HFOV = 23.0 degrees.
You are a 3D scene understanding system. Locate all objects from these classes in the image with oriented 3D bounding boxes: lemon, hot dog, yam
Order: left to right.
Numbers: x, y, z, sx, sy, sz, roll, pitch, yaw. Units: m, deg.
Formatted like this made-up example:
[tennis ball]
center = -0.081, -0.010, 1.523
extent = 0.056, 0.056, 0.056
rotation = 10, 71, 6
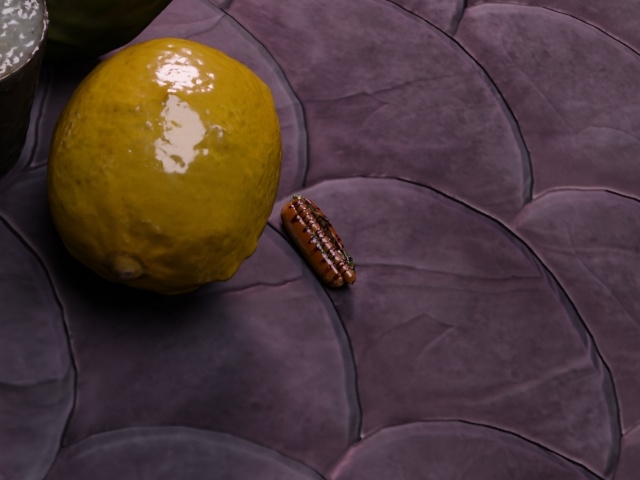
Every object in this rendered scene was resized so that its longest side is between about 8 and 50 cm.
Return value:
[yam]
center = -0.343, -0.159, 1.493
extent = 0.161, 0.268, 0.161
rotation = 6, 67, -16
[lemon]
center = -0.150, -0.075, 1.541
extent = 0.234, 0.233, 0.288
rotation = 24, 45, -10
[hot dog]
center = 0.000, 0.000, 1.693
extent = 0.049, 0.037, 0.122
rotation = -24, 68, -35

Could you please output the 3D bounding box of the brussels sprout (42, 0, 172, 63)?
[brussels sprout]
center = -0.295, -0.355, 1.609
extent = 0.355, 0.289, 0.281
rotation = 25, 40, -39
